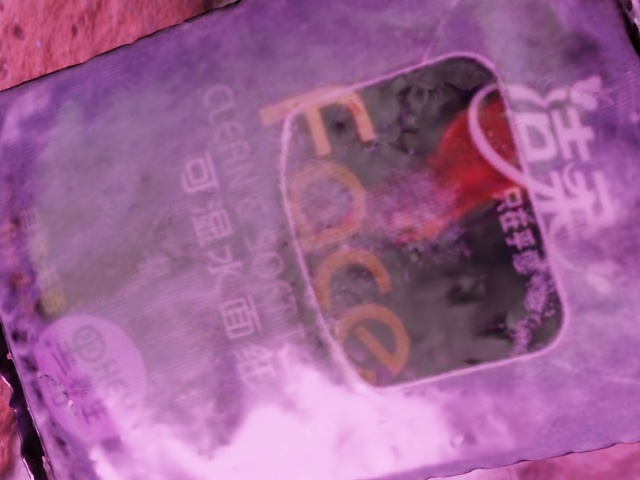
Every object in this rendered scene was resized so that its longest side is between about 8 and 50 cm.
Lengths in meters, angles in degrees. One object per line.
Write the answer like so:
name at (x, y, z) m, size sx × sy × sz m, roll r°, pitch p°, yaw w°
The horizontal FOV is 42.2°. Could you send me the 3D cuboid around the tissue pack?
tissue pack at (0.000, 0.000, 0.439) m, size 0.361 × 0.122 × 0.259 m, roll -15°, pitch 93°, yaw 17°
